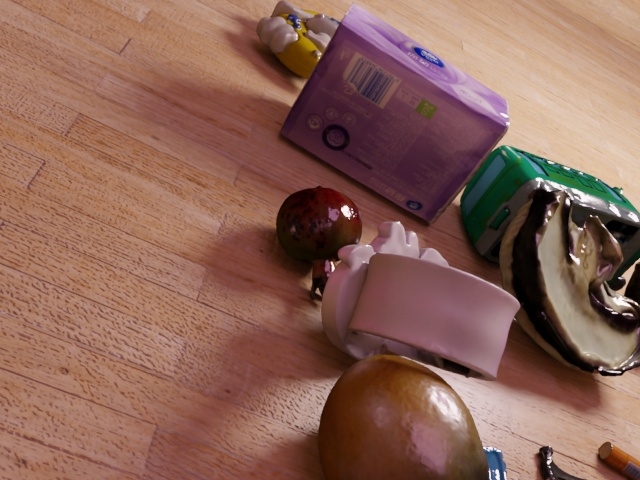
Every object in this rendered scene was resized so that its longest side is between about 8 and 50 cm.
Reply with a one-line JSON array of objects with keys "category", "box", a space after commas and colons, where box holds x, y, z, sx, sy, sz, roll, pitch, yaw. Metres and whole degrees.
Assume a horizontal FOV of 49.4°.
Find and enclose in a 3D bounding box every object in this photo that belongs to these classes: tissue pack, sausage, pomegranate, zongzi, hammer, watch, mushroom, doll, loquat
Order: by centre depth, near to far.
[{"category": "loquat", "box": [0.091, 0.240, 0.779, 0.179, 0.179, 0.228, 8, 42, -31]}, {"category": "watch", "box": [0.151, 0.084, 0.912, 0.244, 0.231, 0.196, 28, 75, -42]}, {"category": "pomegranate", "box": [-0.004, -0.004, 1.001, 0.129, 0.129, 0.159, 20, 49, -19]}, {"category": "hammer", "box": [0.404, 0.363, 1.007, 0.200, 0.021, 0.078, 23, 40, -15]}, {"category": "sausage", "box": [0.479, 0.350, 1.071, 0.107, 0.031, 0.031, 33, 38, -6]}, {"category": "mushroom", "box": [0.420, 0.076, 1.172, 0.344, 0.130, 0.248, 42, 64, -21]}, {"category": "tissue pack", "box": [0.133, -0.219, 1.228, 0.338, 0.242, 0.160, 30, 35, -8]}, {"category": "zongzi", "box": [0.636, 0.157, 1.378, 0.084, 0.184, 0.187, 11, 72, 16]}, {"category": "doll", "box": [0.000, -0.406, 1.427, 0.252, 0.111, 0.237, 32, 36, 9]}]

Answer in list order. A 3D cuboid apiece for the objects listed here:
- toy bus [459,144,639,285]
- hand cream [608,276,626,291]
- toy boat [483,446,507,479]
[{"category": "toy bus", "box": [0.442, -0.049, 1.337, 0.343, 0.184, 0.200, 14, 37, -27]}, {"category": "hand cream", "box": [0.569, 0.005, 1.488, 0.088, 0.055, 0.256, 17, 35, -29]}, {"category": "toy boat", "box": [0.203, 0.339, 0.814, 0.097, 0.100, 0.223, 20, 42, -5]}]
